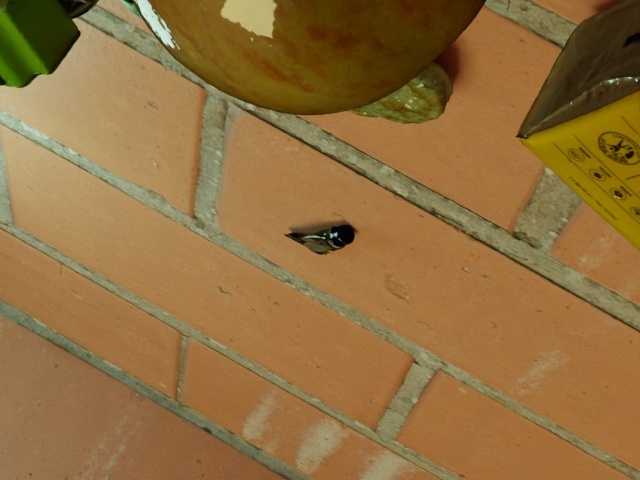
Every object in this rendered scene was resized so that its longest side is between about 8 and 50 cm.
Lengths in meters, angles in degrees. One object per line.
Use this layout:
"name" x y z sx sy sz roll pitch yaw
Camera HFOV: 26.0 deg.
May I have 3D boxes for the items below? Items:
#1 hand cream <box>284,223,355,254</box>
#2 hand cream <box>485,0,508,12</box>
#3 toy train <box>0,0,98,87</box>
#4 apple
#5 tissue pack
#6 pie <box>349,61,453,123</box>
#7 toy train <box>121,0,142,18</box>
"hand cream" 0.000 0.000 2.320 0.062 0.039 0.163 26 161 -26
"hand cream" 0.204 -0.320 1.542 0.052 0.038 0.216 52 164 13
"toy train" -0.467 -0.352 1.966 0.307 0.249 0.173 13 151 31
"apple" 0.001 -0.310 1.375 0.333 0.400 0.400 34 155 -22
"tissue pack" 0.449 -0.091 1.450 0.382 0.228 0.293 41 152 -15
"pie" 0.058 -0.227 1.797 0.248 0.090 0.201 24 164 17
"toy train" -0.193 -0.306 1.979 0.209 0.044 0.042 35 154 -8
